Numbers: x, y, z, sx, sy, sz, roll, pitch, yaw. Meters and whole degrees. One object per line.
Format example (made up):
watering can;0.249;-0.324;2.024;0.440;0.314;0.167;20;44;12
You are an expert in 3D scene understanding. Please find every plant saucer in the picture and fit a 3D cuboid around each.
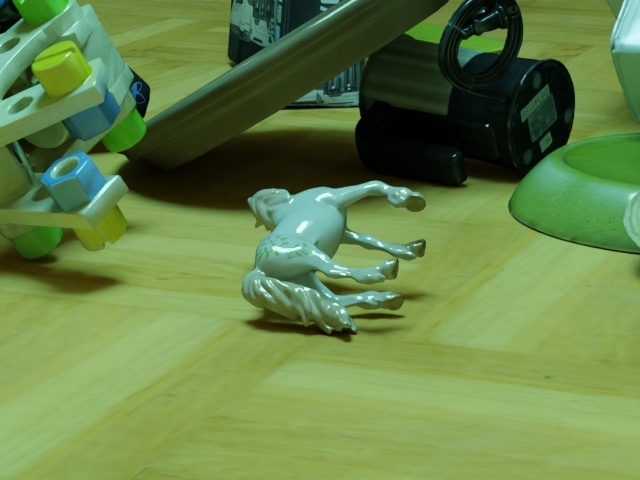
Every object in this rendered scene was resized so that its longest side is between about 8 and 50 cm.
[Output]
plant saucer;0.243;-0.036;1.289;0.241;0.037;0.241;1;15;0
plant saucer;-0.019;-0.124;1.385;0.278;0.041;0.278;-31;7;4

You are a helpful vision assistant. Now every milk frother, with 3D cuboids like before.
milk frother;0.090;-0.119;1.395;0.135;0.143;0.129;14;27;36

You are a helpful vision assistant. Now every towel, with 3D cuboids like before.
towel;0.080;-0.191;1.926;0.102;0.021;0.237;-15;21;-31

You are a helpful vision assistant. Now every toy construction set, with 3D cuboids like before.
toy construction set;-0.251;-0.065;1.212;0.328;0.151;0.215;-3;38;15

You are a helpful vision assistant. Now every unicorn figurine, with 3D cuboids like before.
unicorn figurine;0.000;0.000;1.095;0.111;0.060;0.162;5;15;16

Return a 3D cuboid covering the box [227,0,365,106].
box;-0.015;-0.287;1.712;0.077;0.307;0.242;1;15;-14

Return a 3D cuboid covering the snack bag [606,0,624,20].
snack bag;0.363;-0.191;1.547;0.323;0.037;0.342;8;-18;26

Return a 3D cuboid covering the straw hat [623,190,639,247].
straw hat;0.244;-0.036;1.139;0.145;0.061;0.144;0;26;0

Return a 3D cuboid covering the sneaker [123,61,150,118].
sneaker;-0.219;-0.116;1.533;0.090;0.081;0.232;16;-2;-34

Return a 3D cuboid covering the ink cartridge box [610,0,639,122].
ink cartridge box;0.327;-0.154;1.354;0.218;0.092;0.158;9;59;27
